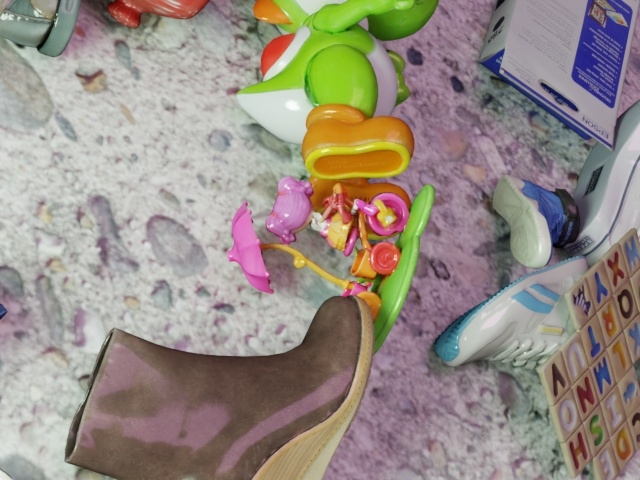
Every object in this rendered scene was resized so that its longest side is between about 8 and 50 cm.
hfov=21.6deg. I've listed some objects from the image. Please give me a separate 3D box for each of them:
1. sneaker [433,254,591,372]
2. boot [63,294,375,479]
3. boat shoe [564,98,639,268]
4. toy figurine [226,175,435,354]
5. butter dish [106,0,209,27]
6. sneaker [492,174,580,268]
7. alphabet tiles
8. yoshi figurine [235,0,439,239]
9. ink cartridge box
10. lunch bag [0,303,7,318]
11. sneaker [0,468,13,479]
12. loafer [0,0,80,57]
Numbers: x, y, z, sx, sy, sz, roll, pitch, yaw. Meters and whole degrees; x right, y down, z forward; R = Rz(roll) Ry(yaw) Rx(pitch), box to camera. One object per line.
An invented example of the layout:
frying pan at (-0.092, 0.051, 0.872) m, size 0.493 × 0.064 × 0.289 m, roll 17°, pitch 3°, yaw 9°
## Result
sneaker at (0.206, 0.085, 1.645) m, size 0.228 × 0.087 × 0.092 m, roll -19°, pitch 78°, yaw -41°
boot at (-0.076, 0.115, 1.374) m, size 0.206 × 0.090 × 0.248 m, roll 29°, pitch 62°, yaw -14°
boat shoe at (0.338, -0.058, 1.857) m, size 0.084 × 0.095 × 0.258 m, roll 41°, pitch 54°, yaw -13°
toy figurine at (0.000, 0.000, 1.514) m, size 0.159 × 0.130 × 0.173 m, roll 23°, pitch 85°, yaw -9°
butter dish at (-0.160, -0.257, 1.589) m, size 0.159 × 0.118 × 0.160 m, roll 29°, pitch 5°, yaw -16°
sneaker at (0.235, -0.014, 1.724) m, size 0.084 × 0.058 × 0.152 m, roll 14°, pitch 23°, yaw -17°
alphabet tiles at (0.287, 0.124, 1.666) m, size 0.237 × 0.009 × 0.198 m, roll -37°, pitch 115°, yaw -47°
yoshi figurine at (0.052, -0.189, 1.660) m, size 0.203 × 0.203 × 0.362 m, roll 30°, pitch 42°, yaw -40°
ink cartridge box at (0.279, -0.237, 1.949) m, size 0.165 × 0.065 × 0.333 m, roll 34°, pitch 43°, yaw -14°
lunch bag at (-0.293, 0.059, 1.284) m, size 0.065 × 0.067 × 0.098 m, roll 48°, pitch 42°, yaw 0°
sneaker at (-0.217, 0.240, 1.234) m, size 0.162 × 0.063 × 0.073 m, roll 41°, pitch 61°, yaw -1°
loafer at (-0.261, -0.293, 1.548) m, size 0.084 × 0.096 × 0.268 m, roll 14°, pitch 55°, yaw -23°
